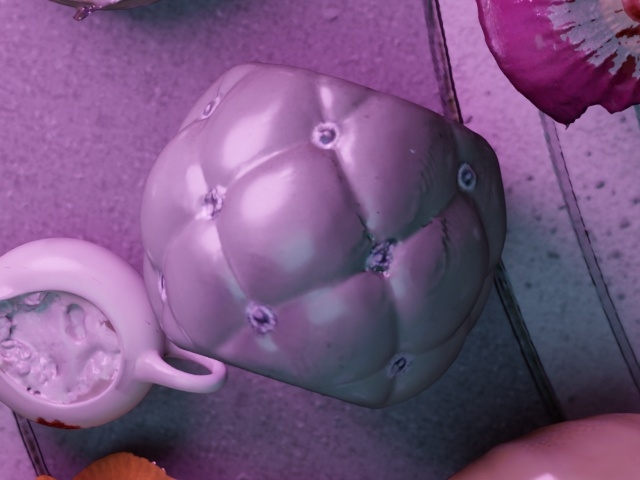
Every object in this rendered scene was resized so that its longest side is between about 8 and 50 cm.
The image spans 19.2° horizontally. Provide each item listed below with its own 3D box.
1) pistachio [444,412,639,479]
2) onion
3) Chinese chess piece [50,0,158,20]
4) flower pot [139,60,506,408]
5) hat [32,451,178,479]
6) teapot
[{"bbox_3d":[0.212,0.232,1.287,0.309,0.230,0.230,26,111,3],"label":"pistachio"},{"bbox_3d":[0.197,-0.182,1.193,0.207,0.200,0.200,-27,102,39],"label":"onion"},{"bbox_3d":[-0.146,-0.266,1.267,0.237,0.092,0.238,3,109,8],"label":"Chinese chess piece"},{"bbox_3d":[0.000,0.000,1.249,0.246,0.246,0.195,18,87,4],"label":"flower pot"},{"bbox_3d":[-0.216,0.281,1.342,0.244,0.233,0.233,23,107,37],"label":"hat"},{"bbox_3d":[-0.175,0.069,1.383,0.226,0.092,0.145,12,112,5],"label":"teapot"}]
